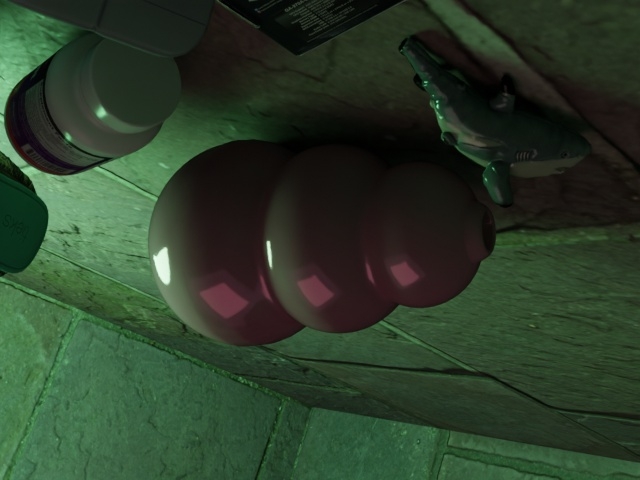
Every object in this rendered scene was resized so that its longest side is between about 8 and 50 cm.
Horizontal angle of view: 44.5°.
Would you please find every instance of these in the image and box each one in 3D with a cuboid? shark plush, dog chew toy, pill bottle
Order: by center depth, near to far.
[{"bbox_3d":[0.126,-0.102,0.588,0.161,0.073,0.067,44,136,-11],"label":"shark plush"},{"bbox_3d":[-0.205,-0.123,0.705,0.108,0.108,0.193,30,159,-32],"label":"pill bottle"},{"bbox_3d":[0.000,0.000,0.744,0.331,0.207,0.206,-2,154,30],"label":"dog chew toy"}]

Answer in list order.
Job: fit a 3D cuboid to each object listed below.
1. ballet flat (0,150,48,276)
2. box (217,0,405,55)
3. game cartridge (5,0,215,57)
[{"bbox_3d":[-0.383,-0.068,0.699,0.182,0.164,0.483,22,166,-3],"label":"ballet flat"},{"bbox_3d":[0.015,-0.171,0.306,0.220,0.051,0.175,-19,152,36],"label":"box"},{"bbox_3d":[-0.215,-0.181,0.438,0.297,0.062,0.198,16,-163,-27],"label":"game cartridge"}]
